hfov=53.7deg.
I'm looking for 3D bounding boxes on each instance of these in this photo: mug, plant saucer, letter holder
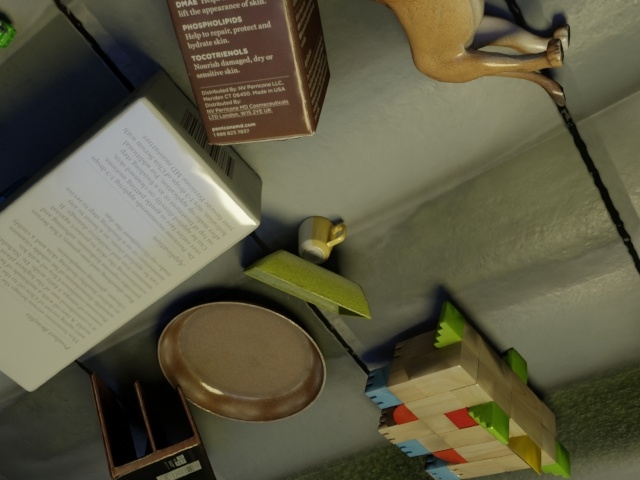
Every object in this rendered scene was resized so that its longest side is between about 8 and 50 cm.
[{"bbox_3d":[-0.004,0.000,0.984,0.062,0.064,0.078,27,123,-11],"label":"mug"},{"bbox_3d":[-0.021,0.065,0.994,0.188,0.188,0.045,24,80,-10],"label":"plant saucer"},{"bbox_3d":[-0.314,0.360,1.203,0.152,0.214,0.302,-19,150,-15],"label":"letter holder"},{"bbox_3d":[-0.142,0.219,1.166,0.310,0.050,0.311,4,124,5],"label":"plant saucer"}]

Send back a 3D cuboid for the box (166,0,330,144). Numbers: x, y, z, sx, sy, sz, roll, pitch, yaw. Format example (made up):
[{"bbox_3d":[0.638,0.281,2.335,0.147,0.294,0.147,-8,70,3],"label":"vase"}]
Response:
[{"bbox_3d":[-0.091,-0.318,0.696,0.143,0.191,0.381,-3,124,10],"label":"box"}]

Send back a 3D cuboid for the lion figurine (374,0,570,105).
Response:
[{"bbox_3d":[0.137,-0.266,0.706,0.240,0.142,0.392,-3,148,28],"label":"lion figurine"}]

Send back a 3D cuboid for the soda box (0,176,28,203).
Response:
[{"bbox_3d":[-0.449,0.003,1.045,0.071,0.067,0.210,-27,117,23],"label":"soda box"}]

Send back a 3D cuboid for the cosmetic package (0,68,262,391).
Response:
[{"bbox_3d":[-0.328,-0.007,0.912,0.453,0.161,0.230,-34,115,13],"label":"cosmetic package"}]

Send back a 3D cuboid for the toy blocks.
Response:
[{"bbox_3d":[0.222,0.299,1.115,0.261,0.191,0.381,-27,118,36],"label":"toy blocks"}]

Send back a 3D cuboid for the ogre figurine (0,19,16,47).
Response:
[{"bbox_3d":[-0.523,-0.260,0.842,0.197,0.097,0.118,-37,94,18],"label":"ogre figurine"}]
